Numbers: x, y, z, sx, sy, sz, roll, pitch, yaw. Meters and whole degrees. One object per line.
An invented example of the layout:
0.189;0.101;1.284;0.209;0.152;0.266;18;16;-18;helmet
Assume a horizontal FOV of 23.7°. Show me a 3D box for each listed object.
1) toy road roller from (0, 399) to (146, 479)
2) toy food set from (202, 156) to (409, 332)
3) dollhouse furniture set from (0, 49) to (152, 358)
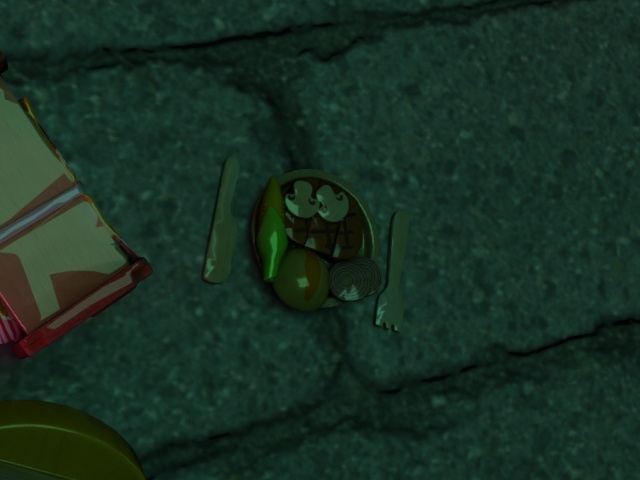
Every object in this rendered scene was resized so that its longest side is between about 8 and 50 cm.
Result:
-0.234;0.263;1.058;0.202;0.240;0.329;20;105;-22;toy road roller
0.000;0.000;1.313;0.192;0.038;0.132;15;70;-23;toy food set
-0.330;0.043;1.091;0.374;0.152;0.201;-34;94;-13;dollhouse furniture set
